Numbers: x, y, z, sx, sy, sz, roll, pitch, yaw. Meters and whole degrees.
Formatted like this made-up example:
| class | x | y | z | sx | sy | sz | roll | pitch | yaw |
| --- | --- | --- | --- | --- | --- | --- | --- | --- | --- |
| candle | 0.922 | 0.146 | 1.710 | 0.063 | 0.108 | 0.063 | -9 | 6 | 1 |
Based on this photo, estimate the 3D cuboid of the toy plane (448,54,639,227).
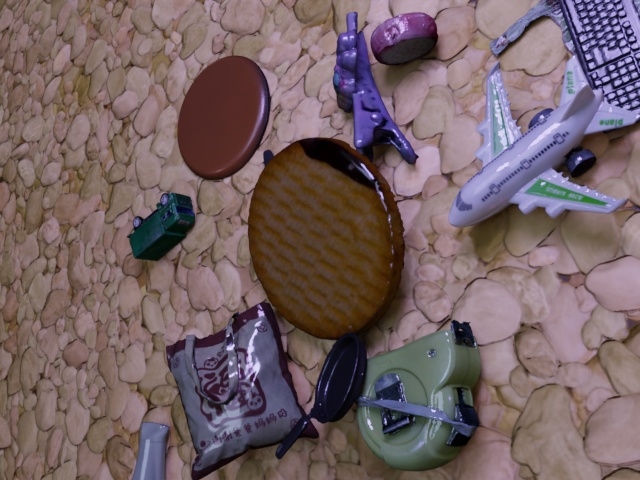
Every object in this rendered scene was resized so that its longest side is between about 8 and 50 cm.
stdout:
| class | x | y | z | sx | sy | sz | roll | pitch | yaw |
| --- | --- | --- | --- | --- | --- | --- | --- | --- | --- |
| toy plane | 0.268 | -0.102 | 0.818 | 0.255 | 0.101 | 0.251 | -46 | 58 | 26 |

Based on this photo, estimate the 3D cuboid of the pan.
| class | x | y | z | sx | sy | sz | roll | pitch | yaw |
| --- | --- | --- | --- | --- | --- | --- | --- | --- | --- |
| pan | 0.002 | 0.238 | 0.932 | 0.235 | 0.028 | 0.136 | -57 | 17 | 19 |

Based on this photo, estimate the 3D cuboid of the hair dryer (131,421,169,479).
| class | x | y | z | sx | sy | sz | roll | pitch | yaw |
| --- | --- | --- | --- | --- | --- | --- | --- | --- | --- |
| hair dryer | -0.246 | 0.440 | 1.136 | 0.237 | 0.075 | 0.206 | -2 | 73 | 29 |

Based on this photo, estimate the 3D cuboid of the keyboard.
| class | x | y | z | sx | sy | sz | roll | pitch | yaw |
| --- | --- | --- | --- | --- | --- | --- | --- | --- | --- |
| keyboard | 0.368 | -0.263 | 0.812 | 0.087 | 0.017 | 0.250 | -21 | 71 | 32 |

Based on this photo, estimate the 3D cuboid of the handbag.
| class | x | y | z | sx | sy | sz | roll | pitch | yaw |
| --- | --- | --- | --- | --- | --- | --- | --- | --- | --- |
| handbag | -0.140 | 0.244 | 1.036 | 0.213 | 0.127 | 0.235 | -23 | 71 | 6 |

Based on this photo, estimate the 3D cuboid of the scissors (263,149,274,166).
| class | x | y | z | sx | sy | sz | roll | pitch | yaw |
| --- | --- | --- | --- | --- | --- | --- | --- | --- | --- |
| scissors | -0.067 | -0.067 | 1.114 | 0.088 | 0.017 | 0.220 | -33 | 63 | 31 |

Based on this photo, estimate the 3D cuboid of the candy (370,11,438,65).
| class | x | y | z | sx | sy | sz | roll | pitch | yaw |
| --- | --- | --- | --- | --- | --- | --- | --- | --- | --- |
| candy | 0.126 | -0.303 | 0.959 | 0.103 | 0.103 | 0.043 | -20 | 82 | 33 |

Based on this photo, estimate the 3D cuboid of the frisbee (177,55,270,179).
| class | x | y | z | sx | sy | sz | roll | pitch | yaw |
| --- | --- | --- | --- | --- | --- | --- | --- | --- | --- |
| frisbee | -0.197 | -0.242 | 1.244 | 0.251 | 0.021 | 0.251 | -8 | 77 | 37 |

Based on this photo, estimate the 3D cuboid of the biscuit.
| class | x | y | z | sx | sy | sz | roll | pitch | yaw |
| --- | --- | --- | --- | --- | --- | --- | --- | --- | --- |
| biscuit | 0.000 | 0.000 | 0.987 | 0.318 | 0.040 | 0.318 | 9 | 103 | 43 |

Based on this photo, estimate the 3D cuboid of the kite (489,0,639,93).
| class | x | y | z | sx | sy | sz | roll | pitch | yaw |
| --- | --- | --- | --- | --- | --- | --- | --- | --- | --- |
| kite | 0.347 | -0.339 | 0.857 | 0.268 | 0.013 | 0.323 | -31 | 64 | 28 |

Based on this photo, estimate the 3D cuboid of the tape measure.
| class | x | y | z | sx | sy | sz | roll | pitch | yaw |
| --- | --- | --- | --- | --- | --- | --- | --- | --- | --- |
| tape measure | 0.124 | 0.218 | 0.858 | 0.200 | 0.106 | 0.175 | -26 | 59 | 35 |

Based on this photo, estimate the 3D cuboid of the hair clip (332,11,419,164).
| class | x | y | z | sx | sy | sz | roll | pitch | yaw |
| --- | --- | --- | --- | --- | --- | --- | --- | --- | --- |
| hair clip | 0.062 | -0.233 | 0.991 | 0.090 | 0.137 | 0.278 | -18 | 67 | -4 |

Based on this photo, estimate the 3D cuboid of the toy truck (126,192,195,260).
| class | x | y | z | sx | sy | sz | roll | pitch | yaw |
| --- | --- | --- | --- | --- | --- | --- | --- | --- | --- |
| toy truck | -0.314 | -0.031 | 1.262 | 0.147 | 0.065 | 0.079 | -37 | 64 | 26 |
